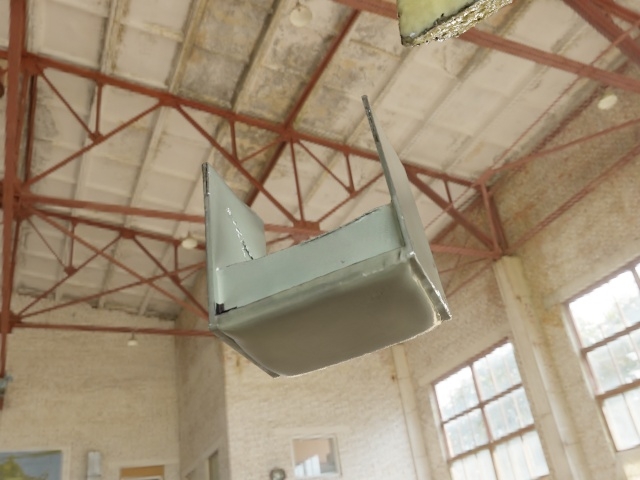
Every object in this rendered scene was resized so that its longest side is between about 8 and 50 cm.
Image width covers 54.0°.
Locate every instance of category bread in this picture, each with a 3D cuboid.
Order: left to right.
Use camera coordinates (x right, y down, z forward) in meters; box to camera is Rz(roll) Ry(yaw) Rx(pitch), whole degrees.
[{"bbox_3d":[0.204,-0.490,0.972,0.248,0.279,0.315,-26,-77,42],"label":"bread"}]

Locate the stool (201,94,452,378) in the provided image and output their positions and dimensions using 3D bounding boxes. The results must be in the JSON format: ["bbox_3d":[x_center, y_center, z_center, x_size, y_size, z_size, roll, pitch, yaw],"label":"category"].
[{"bbox_3d":[0.000,0.000,0.794,0.243,0.270,0.170,-21,-37,13],"label":"stool"}]
